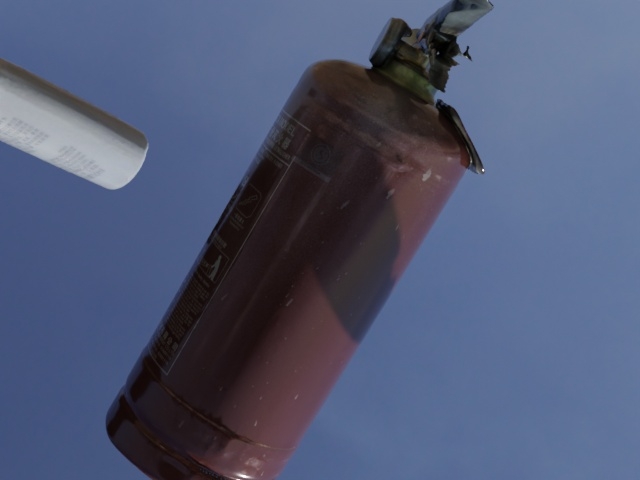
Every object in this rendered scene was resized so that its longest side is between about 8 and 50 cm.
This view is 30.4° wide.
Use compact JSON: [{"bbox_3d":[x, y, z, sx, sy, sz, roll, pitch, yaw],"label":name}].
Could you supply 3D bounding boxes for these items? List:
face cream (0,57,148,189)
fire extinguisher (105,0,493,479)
[{"bbox_3d":[-0.239,-0.105,0.966,0.198,0.084,0.057,28,-119,-37],"label":"face cream"},{"bbox_3d":[0.000,0.000,0.569,0.105,0.269,0.105,31,-170,-6],"label":"fire extinguisher"}]
